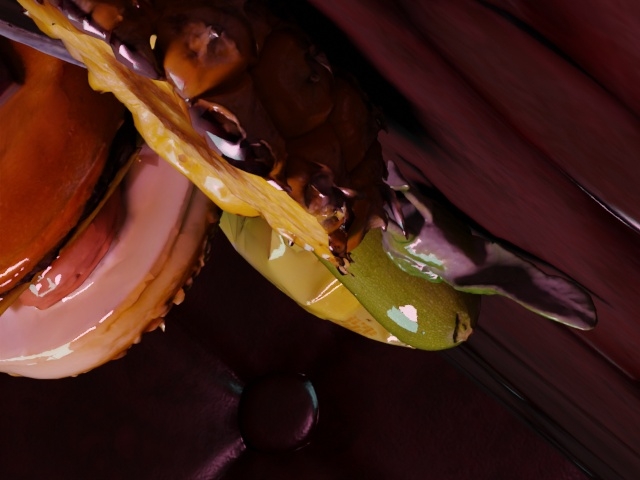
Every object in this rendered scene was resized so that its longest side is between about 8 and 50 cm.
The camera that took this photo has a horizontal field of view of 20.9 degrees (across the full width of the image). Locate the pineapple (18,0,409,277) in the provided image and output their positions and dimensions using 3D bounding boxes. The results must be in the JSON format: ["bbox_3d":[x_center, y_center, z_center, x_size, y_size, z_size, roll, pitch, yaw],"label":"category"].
[{"bbox_3d":[-0.045,-0.072,0.740,0.225,0.076,0.225,39,175,4],"label":"pineapple"}]

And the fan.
[{"bbox_3d":[-0.120,-0.104,0.947,0.282,0.023,0.057,20,-169,-32],"label":"fan"}]

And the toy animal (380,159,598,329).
[{"bbox_3d":[0.060,-0.001,0.864,0.075,0.041,0.217,40,174,-22],"label":"toy animal"}]

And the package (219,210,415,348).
[{"bbox_3d":[0.000,0.000,1.246,0.168,0.090,0.226,38,-178,-28],"label":"package"}]

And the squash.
[{"bbox_3d":[0.022,-0.011,1.042,0.201,0.066,0.066,47,-179,26],"label":"squash"}]

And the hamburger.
[{"bbox_3d":[-0.198,-0.055,1.140,0.291,0.291,0.225,38,-174,41],"label":"hamburger"}]
